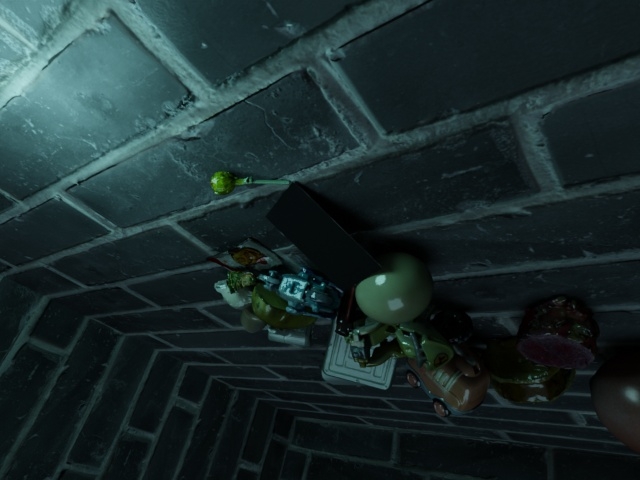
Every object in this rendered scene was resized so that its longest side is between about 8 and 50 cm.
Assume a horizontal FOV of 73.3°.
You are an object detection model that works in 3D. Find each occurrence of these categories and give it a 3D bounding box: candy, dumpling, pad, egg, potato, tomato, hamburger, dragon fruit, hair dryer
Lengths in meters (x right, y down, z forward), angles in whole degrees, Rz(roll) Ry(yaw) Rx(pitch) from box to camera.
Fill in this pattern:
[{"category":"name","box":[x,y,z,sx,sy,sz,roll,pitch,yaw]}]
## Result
[{"category":"candy","box":[-0.168,-0.138,1.031,0.193,0.062,0.058,0,149,6]},{"category":"dumpling","box":[-0.280,0.185,1.523,0.187,0.108,0.127,16,-177,12]},{"category":"pad","box":[0.000,0.000,1.105,0.300,0.005,0.202,44,144,-4]},{"category":"egg","box":[0.190,0.131,1.156,0.188,0.189,0.253,26,151,-17]},{"category":"potato","box":[-0.134,0.240,1.459,0.271,0.111,0.160,21,-165,-41]},{"category":"tomato","box":[0.965,0.476,1.259,0.321,0.322,0.321,11,149,7]},{"category":"hamburger","box":[0.669,0.417,1.386,0.132,0.211,0.308,40,143,-27]},{"category":"dragon fruit","box":[0.675,0.253,1.204,0.211,0.147,0.282,20,147,11]},{"category":"hair dryer","box":[-0.138,0.337,1.624,0.173,0.108,0.357,6,168,11]}]

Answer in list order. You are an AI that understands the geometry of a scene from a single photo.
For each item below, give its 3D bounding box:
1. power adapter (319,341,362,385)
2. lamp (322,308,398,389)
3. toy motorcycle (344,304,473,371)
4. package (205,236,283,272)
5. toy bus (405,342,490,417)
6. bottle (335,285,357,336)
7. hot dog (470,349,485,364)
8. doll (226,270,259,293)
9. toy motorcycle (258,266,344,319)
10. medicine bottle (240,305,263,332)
[{"category":"power adapter","box":[0.099,0.497,1.779,0.255,0.187,0.124,-15,137,39]},{"category":"lamp","box":[0.156,0.402,1.583,0.266,0.047,0.269,12,105,7]},{"category":"toy motorcycle","box":[0.261,0.300,1.360,0.410,0.237,0.169,-4,117,29]},{"category":"package","box":[-0.246,0.062,1.390,0.239,0.030,0.154,-18,138,41]},{"category":"toy bus","box":[0.442,0.443,1.482,0.288,0.194,0.232,46,145,36]},{"category":"bottle","box":[0.086,0.225,1.374,0.060,0.164,0.060,11,148,7]},{"category":"hot dog","box":[0.583,0.492,1.676,0.115,0.072,0.269,5,147,2]},{"category":"doll","box":[-0.260,0.124,1.436,0.113,0.077,0.078,-24,147,-10]},{"category":"toy motorcycle","box":[-0.057,0.164,1.375,0.260,0.154,0.206,17,173,21]},{"category":"medicine bottle","box":[-0.256,0.297,1.687,0.114,0.114,0.252,18,148,-5]}]
